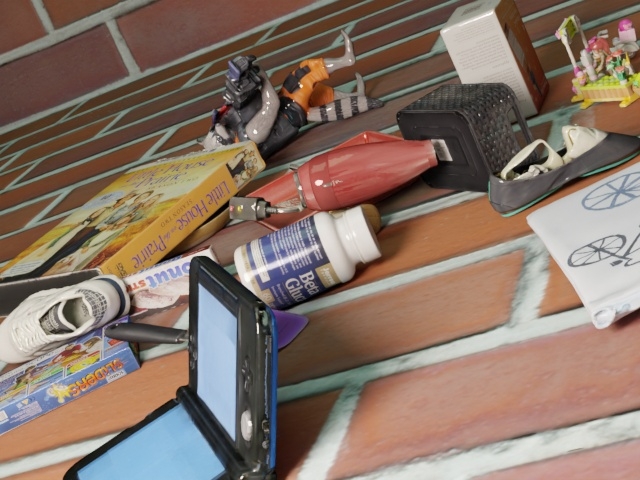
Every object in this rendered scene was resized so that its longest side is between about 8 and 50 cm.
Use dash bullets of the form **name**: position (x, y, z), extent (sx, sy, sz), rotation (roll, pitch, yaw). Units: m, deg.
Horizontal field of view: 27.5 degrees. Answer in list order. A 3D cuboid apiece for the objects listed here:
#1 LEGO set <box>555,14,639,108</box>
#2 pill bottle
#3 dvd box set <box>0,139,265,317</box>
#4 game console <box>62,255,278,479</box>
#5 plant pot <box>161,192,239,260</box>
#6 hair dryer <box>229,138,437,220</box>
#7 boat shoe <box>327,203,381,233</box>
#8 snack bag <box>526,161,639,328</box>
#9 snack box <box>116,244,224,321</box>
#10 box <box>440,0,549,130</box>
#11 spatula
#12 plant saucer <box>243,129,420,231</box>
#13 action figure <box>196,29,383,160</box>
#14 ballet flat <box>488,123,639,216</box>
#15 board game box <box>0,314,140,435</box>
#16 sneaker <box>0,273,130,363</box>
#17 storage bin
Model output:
- **LEGO set**: position (0.404, -0.263, 1.855), extent (0.132, 0.107, 0.287), rotation (-22, 17, 9)
- **pill bottle**: position (-0.014, 0.021, 1.629), extent (0.169, 0.094, 0.094), rotation (-23, 17, 7)
- **dvd box set**: position (-0.318, -0.022, 2.110), extent (0.308, 0.062, 0.420), rotation (-9, 24, 39)
- **game console**: position (-0.161, 0.163, 1.314), extent (0.173, 0.250, 0.293), rotation (-2, 11, -18)
- **plant pot**: position (-0.235, -0.021, 2.152), extent (0.236, 0.032, 0.236), rotation (-23, 18, 8)
- **hair dryer**: position (0.029, -0.103, 1.792), extent (0.294, 0.080, 0.224), rotation (-4, 22, 39)
- **boat shoe**: position (0.000, 0.000, 1.737), extent (0.170, 0.063, 0.059), rotation (-23, 12, -25)
- **snack bag**: position (0.392, -0.035, 1.335), extent (0.323, 0.037, 0.342), rotation (-24, 17, 5)
- **snack box**: position (-0.218, 0.064, 1.834), extent (0.178, 0.064, 0.022), rotation (-20, 17, 18)
- **box**: position (0.265, -0.272, 1.966), extent (0.091, 0.170, 0.130), rotation (-19, 19, 25)
- **spatula**: position (-0.155, 0.112, 1.615), extent (0.296, 0.030, 0.084), rotation (-5, 26, 34)
- **plant saucer**: position (0.018, -0.077, 1.948), extent (0.258, 0.047, 0.259), rotation (-29, 19, -13)
- **action figure**: position (-0.070, -0.242, 2.350), extent (0.330, 0.178, 0.341), rotation (-31, -7, -1)
- **ballet flat**: position (0.295, -0.099, 1.596), extent (0.203, 0.074, 0.074), rotation (-25, 17, -1)
- **board game box**: position (-0.337, 0.175, 1.726), extent (0.201, 0.035, 0.136), rotation (-25, 18, -1)
- **sneaker**: position (-0.381, 0.114, 1.823), extent (0.235, 0.090, 0.095), rotation (-27, 4, 25)
- **storage bin**: position (0.195, -0.139, 1.756), extent (0.084, 0.122, 0.180), rotation (-33, 19, -22)
